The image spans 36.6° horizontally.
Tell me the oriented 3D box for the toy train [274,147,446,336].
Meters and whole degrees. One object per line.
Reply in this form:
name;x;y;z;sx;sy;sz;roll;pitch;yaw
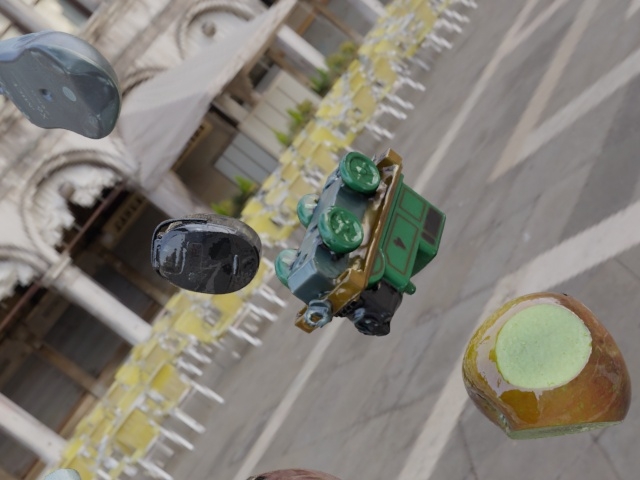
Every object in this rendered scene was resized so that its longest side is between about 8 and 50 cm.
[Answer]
toy train;0.043;0.005;0.901;0.091;0.136;0.228;-43;21;42

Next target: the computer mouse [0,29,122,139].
computer mouse;-0.407;-0.243;1.445;0.379;0.167;0.090;10;48;42

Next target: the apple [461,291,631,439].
apple;0.225;0.138;0.981;0.147;0.163;0.146;-28;-33;0

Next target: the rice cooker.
rice cooker;-0.170;0.018;1.458;0.106;0.165;0.112;-58;-22;-69

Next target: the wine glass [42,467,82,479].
wine glass;-0.434;0.501;1.718;0.093;0.093;0.202;-51;45;9

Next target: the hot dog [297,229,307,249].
hot dog;0.000;0.000;1.597;0.108;0.059;0.191;-42;-9;-42

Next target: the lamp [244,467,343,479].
lamp;-0.046;0.330;0.776;0.305;0.240;0.305;-33;6;4
